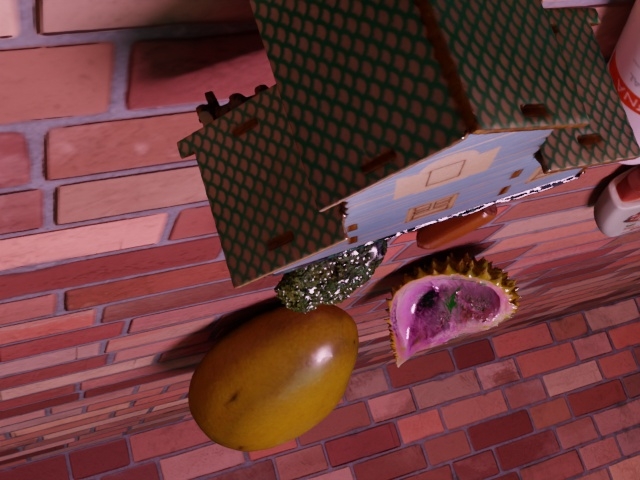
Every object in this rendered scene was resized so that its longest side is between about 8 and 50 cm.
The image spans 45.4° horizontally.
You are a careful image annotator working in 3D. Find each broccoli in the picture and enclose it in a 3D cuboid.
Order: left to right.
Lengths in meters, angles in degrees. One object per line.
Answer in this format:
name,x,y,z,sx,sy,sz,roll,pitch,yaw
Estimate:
broccoli,0.000,0.000,0.810,0.138,0.146,0.162,10,-159,31

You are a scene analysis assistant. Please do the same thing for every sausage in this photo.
sausage,0.187,-0.022,1.077,0.039,0.041,0.131,-8,162,-47

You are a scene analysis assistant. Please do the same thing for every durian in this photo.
durian,0.217,0.093,1.358,0.260,0.154,0.186,-17,143,20

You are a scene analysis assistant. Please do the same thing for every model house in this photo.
model house,0.043,-0.093,0.425,0.271,0.178,0.206,-15,170,0

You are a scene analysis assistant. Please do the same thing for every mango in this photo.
mango,-0.071,0.242,1.378,0.301,0.220,0.445,-3,156,-34

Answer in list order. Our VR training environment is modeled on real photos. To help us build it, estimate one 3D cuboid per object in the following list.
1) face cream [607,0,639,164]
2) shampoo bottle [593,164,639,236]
face cream,0.301,-0.151,0.659,0.102,0.102,0.345,-19,163,5
shampoo bottle,0.506,-0.080,1.171,0.153,0.071,0.284,-19,165,9
